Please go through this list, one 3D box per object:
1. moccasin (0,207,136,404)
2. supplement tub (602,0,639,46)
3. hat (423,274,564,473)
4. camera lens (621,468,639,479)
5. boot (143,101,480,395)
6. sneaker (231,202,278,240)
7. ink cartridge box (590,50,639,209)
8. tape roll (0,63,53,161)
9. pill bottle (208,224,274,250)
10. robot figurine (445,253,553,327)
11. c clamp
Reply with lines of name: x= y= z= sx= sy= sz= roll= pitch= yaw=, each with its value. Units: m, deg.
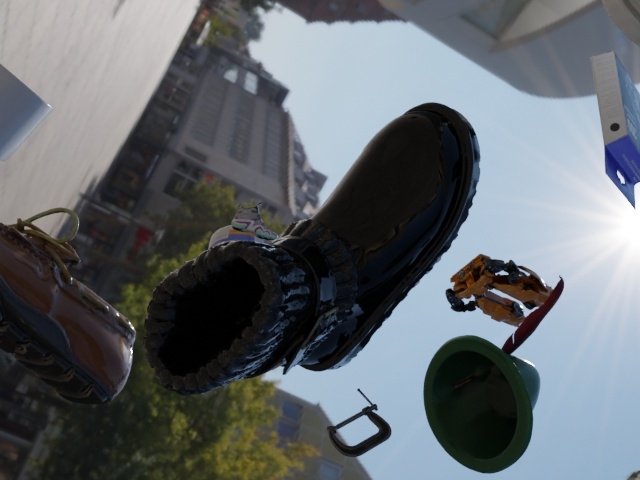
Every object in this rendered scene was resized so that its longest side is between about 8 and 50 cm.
moccasin: x=-0.345 y=0.044 z=0.889 sx=0.139 sy=0.380 sz=0.147 roll=-12 pitch=-135 yaw=31
supplement tub: x=0.550 y=-0.414 z=0.977 sx=0.331 sy=0.241 sz=0.241 roll=126 pitch=-15 yaw=-58
hat: x=0.266 y=0.191 z=1.008 sx=0.173 sy=0.183 sz=0.209 roll=54 pitch=-46 yaw=30
camera lens: x=0.458 y=0.483 z=1.070 sx=0.274 sy=0.219 sz=0.219 roll=-37 pitch=-171 yaw=-16
boot: x=0.002 y=0.003 z=0.736 sx=0.131 sy=0.260 sz=0.348 roll=37 pitch=-75 yaw=32
sneaker: x=-0.125 y=-0.043 z=1.526 sx=0.038 sy=0.098 sz=0.069 roll=147 pitch=-38 yaw=-74
ink cartridge box: x=0.509 y=-0.178 z=1.255 sx=0.045 sy=0.206 sz=0.208 roll=-11 pitch=-110 yaw=33
tape roll: x=-0.753 y=-0.317 z=1.691 sx=0.169 sy=0.246 sz=0.246 roll=-51 pitch=-166 yaw=-5
pill bottle: x=-0.180 y=0.114 z=1.620 sx=0.152 sy=0.152 sz=0.272 roll=-47 pitch=-149 yaw=46
robot figurine: x=0.455 y=0.127 z=1.932 sx=0.211 sy=0.291 sz=0.085 roll=-43 pitch=-143 yaw=32
c clamp: x=0.076 y=0.395 z=1.603 sx=0.160 sy=0.137 sz=0.022 roll=-24 pitch=137 yaw=-40
